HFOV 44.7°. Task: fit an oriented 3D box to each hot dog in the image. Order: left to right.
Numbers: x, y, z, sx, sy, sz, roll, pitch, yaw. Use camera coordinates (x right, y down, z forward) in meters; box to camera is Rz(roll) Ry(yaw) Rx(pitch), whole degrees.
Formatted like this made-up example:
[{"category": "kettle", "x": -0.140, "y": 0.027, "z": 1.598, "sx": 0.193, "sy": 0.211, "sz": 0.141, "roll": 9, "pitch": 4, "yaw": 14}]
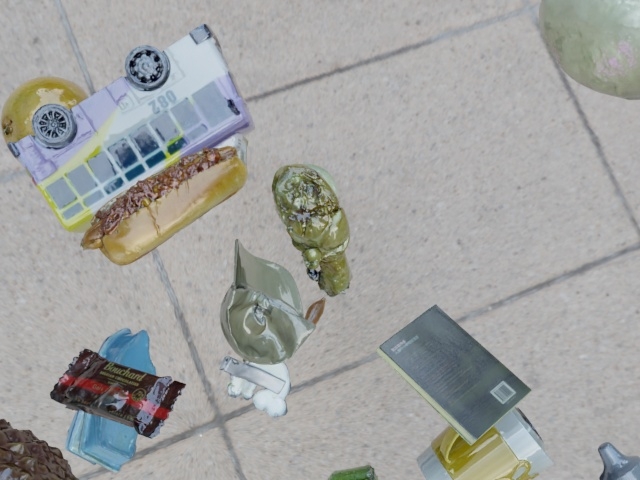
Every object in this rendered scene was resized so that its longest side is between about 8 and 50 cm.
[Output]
[{"category": "hot dog", "x": -0.214, "y": -0.054, "z": 1.058, "sx": 0.249, "sy": 0.076, "sz": 0.102, "roll": -33, "pitch": 55, "yaw": -12}]

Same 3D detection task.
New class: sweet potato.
[{"category": "sweet potato", "x": -0.016, "y": 0.156, "z": 1.626, "sx": 0.034, "sy": 0.034, "sz": 0.095, "roll": 33, "pitch": 56, "yaw": 1}]

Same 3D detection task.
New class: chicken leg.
[{"category": "chicken leg", "x": 0.000, "y": 0.000, "z": 1.019, "sx": 0.088, "sy": 0.103, "sz": 0.227, "roll": -30, "pitch": 125, "yaw": -15}]

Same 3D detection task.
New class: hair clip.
[{"category": "hair clip", "x": -0.126, "y": 0.287, "z": 1.609, "sx": 0.172, "sy": 0.049, "sz": 0.116, "roll": 29, "pitch": 90, "yaw": -21}]

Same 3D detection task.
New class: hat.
[{"category": "hat", "x": -0.113, "y": 0.101, "z": 1.264, "sx": 0.166, "sy": 0.173, "sz": 0.144, "roll": 32, "pitch": 95, "yaw": -32}]

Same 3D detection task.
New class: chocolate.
[{"category": "chocolate", "x": -0.255, "y": 0.187, "z": 0.971, "sx": 0.183, "sy": 0.028, "sz": 0.086, "roll": 12, "pitch": 55, "yaw": 31}]

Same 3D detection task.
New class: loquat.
[{"category": "loquat", "x": -0.692, "y": -0.294, "z": 2.021, "sx": 0.263, "sy": 0.263, "sz": 0.263, "roll": 2, "pitch": 76, "yaw": -8}]

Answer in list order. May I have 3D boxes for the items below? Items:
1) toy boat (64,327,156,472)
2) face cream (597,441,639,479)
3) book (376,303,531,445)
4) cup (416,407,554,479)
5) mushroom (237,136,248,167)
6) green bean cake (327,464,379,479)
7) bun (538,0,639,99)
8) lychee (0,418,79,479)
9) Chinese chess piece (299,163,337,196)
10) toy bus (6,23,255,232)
[{"category": "toy boat", "x": -0.321, "y": 0.235, "z": 1.197, "sx": 0.109, "sy": 0.098, "sz": 0.237, "roll": 43, "pitch": 37, "yaw": -36}, {"category": "face cream", "x": 0.510, "y": 0.437, "z": 1.157, "sx": 0.092, "sy": 0.092, "sz": 0.311, "roll": -33, "pitch": 84, "yaw": -15}, {"category": "book", "x": 0.228, "y": 0.222, "z": 1.336, "sx": 0.160, "sy": 0.024, "sz": 0.228, "roll": -30, "pitch": 59, "yaw": -31}, {"category": "cup", "x": 0.303, "y": 0.403, "z": 1.503, "sx": 0.226, "sy": 0.241, "sz": 0.185, "roll": -40, "pitch": 43, "yaw": 5}, {"category": "mushroom", "x": -0.319, "y": -0.215, "z": 1.936, "sx": 0.290, "sy": 0.298, "sz": 0.297, "roll": 17, "pitch": 69, "yaw": -48}, {"category": "green bean cake", "x": 0.081, "y": 0.557, "z": 1.479, "sx": 0.113, "sy": 0.200, "sz": 0.214, "roll": -15, "pitch": 122, "yaw": 10}, {"category": "bun", "x": 0.397, "y": -0.269, "z": 0.952, "sx": 0.273, "sy": 0.273, "sz": 0.168, "roll": -19, "pitch": 122, "yaw": -13}, {"category": "lychee", "x": -0.362, "y": 0.268, "z": 0.737, "sx": 0.272, "sy": 0.271, "sz": 0.271, "roll": 2, "pitch": 76, "yaw": -8}, {"category": "Chinese chess piece", "x": -0.032, "y": -0.113, "z": 1.827, "sx": 0.144, "sy": 0.144, "sz": 0.058, "roll": 9, "pitch": 42, "yaw": -6}, {"category": "toy bus", "x": -0.345, "y": -0.211, "z": 1.533, "sx": 0.440, "sy": 0.209, "sz": 0.249, "roll": -32, "pitch": 92, "yaw": 0}]
